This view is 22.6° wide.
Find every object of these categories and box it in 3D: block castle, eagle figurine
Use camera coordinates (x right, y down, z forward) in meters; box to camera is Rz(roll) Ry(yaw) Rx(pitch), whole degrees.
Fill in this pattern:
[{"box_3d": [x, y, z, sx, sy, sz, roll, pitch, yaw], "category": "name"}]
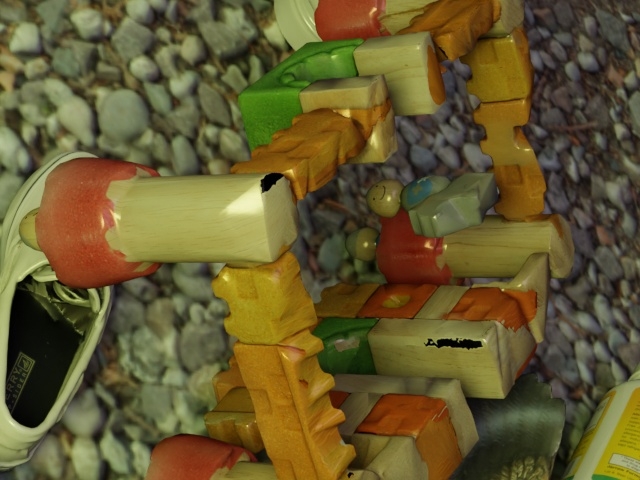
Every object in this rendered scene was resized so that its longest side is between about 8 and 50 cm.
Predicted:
[{"box_3d": [0.000, 0.000, 1.176, 0.453, 0.213, 0.303, -45, 126, -49], "category": "block castle"}, {"box_3d": [0.157, 0.260, 1.224, 0.298, 0.225, 0.226, -49, 139, -68], "category": "eagle figurine"}]

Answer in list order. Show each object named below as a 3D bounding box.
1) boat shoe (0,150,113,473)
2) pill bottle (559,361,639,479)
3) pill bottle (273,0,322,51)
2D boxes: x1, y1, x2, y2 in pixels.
[{"box_3d": [-0.191, 0.036, 1.148, 0.096, 0.088, 0.267, 36, 50, -21], "category": "boat shoe"}, {"box_3d": [0.291, 0.200, 1.447, 0.117, 0.117, 0.208, 47, 46, -11], "category": "pill bottle"}, {"box_3d": [0.069, -0.246, 1.398, 0.136, 0.245, 0.136, 18, 58, -32], "category": "pill bottle"}]
